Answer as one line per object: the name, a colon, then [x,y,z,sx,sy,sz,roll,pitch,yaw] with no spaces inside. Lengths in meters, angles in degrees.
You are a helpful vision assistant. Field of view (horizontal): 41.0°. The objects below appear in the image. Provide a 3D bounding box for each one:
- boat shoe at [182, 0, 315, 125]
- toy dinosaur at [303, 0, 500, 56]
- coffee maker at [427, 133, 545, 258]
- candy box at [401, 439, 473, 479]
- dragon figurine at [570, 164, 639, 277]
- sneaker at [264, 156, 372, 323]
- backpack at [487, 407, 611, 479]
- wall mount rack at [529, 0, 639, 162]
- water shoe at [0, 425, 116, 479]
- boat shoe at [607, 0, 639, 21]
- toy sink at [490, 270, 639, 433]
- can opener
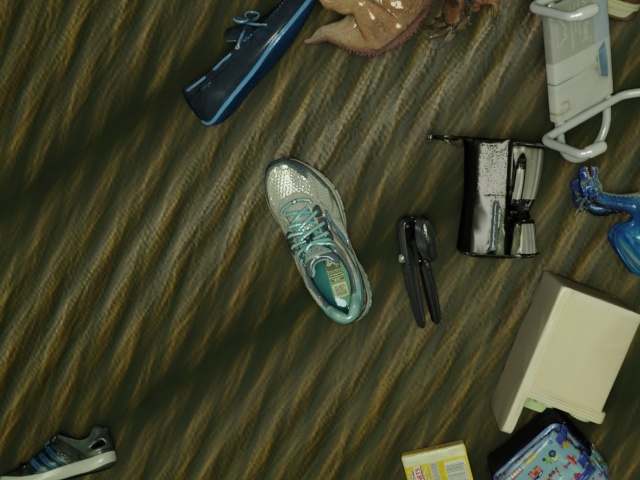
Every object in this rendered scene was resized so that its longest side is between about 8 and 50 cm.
boat shoe: [-0.115,-0.292,1.297,0.089,0.109,0.258,43,97,3]
toy dinosaur: [0.116,-0.340,1.263,0.295,0.127,0.200,-34,99,14]
coffee maker: [0.250,-0.066,1.295,0.171,0.120,0.178,8,97,29]
candy box: [0.207,0.435,1.393,0.105,0.027,0.206,-14,95,10]
dragon figurine: [0.483,0.005,1.281,0.144,0.085,0.289,-26,89,10]
sneaker: [0.000,0.000,1.311,0.110,0.122,0.283,-28,94,8]
backpack: [0.367,0.371,1.326,0.158,0.117,0.173,-43,94,10]
wall mount rack: [0.434,-0.273,1.190,0.304,0.130,0.350,-29,124,-21]
water shoe: [-0.441,0.363,1.437,0.203,0.073,0.080,-14,74,3]
boat shoe: [0.350,-0.401,1.229,0.257,0.095,0.095,13,125,-10]
toy sink: [0.365,0.184,1.284,0.131,0.153,0.234,21,98,2]
can opener: [0.153,0.049,1.337,0.059,0.073,0.186,-7,106,-2]
